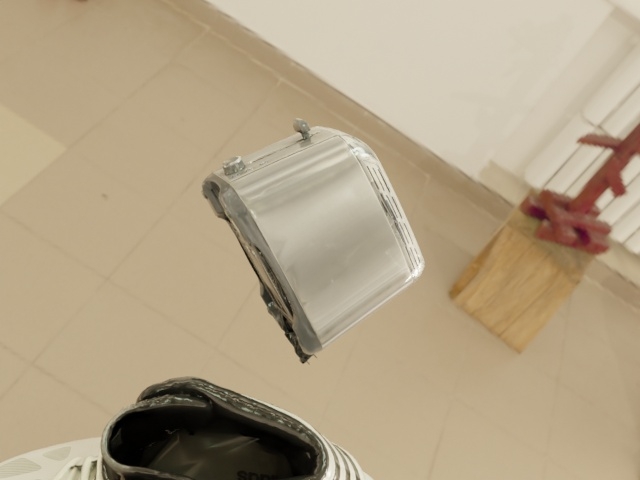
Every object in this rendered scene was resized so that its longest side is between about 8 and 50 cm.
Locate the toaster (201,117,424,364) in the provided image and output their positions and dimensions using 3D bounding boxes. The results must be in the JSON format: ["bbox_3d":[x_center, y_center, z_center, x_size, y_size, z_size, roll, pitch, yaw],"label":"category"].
[{"bbox_3d":[0.000,0.000,0.807,0.146,0.129,0.227,-31,111,-11],"label":"toaster"}]

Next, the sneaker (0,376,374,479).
[{"bbox_3d":[-0.180,0.205,0.764,0.447,0.258,0.169,-6,50,15],"label":"sneaker"}]
